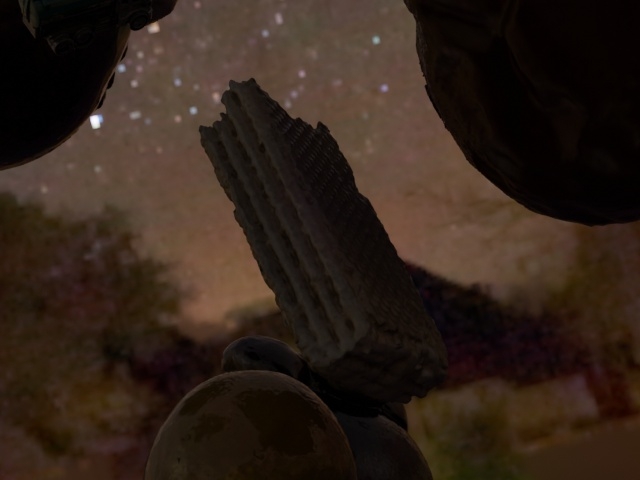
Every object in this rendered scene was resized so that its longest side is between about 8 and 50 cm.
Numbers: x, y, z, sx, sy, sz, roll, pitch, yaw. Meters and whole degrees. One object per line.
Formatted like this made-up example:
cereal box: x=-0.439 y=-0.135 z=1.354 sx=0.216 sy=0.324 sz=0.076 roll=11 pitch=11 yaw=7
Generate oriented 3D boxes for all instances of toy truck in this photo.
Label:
toy truck: x=-0.142 y=-0.146 z=0.858 sx=0.083 sy=0.039 sz=0.044 roll=-22 pitch=-29 yaw=-28

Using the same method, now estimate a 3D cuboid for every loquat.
loquat: x=-0.049 y=0.171 z=0.988 sx=0.149 sy=0.172 sz=0.204 roll=-9 pitch=32 yaw=-2

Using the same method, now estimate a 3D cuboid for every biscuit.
biscuit: x=0.000 y=0.000 z=0.937 sx=0.062 sy=0.239 sz=0.108 roll=-40 pitch=-37 yaw=19

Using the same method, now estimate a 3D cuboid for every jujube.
jujube: x=0.204 y=-0.189 z=1.127 sx=0.276 sy=0.377 sz=0.276 roll=-26 pitch=20 yaw=10

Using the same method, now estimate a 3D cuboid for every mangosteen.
mangosteen: x=-0.323 y=-0.226 z=1.291 sx=0.330 sy=0.330 sz=0.330 roll=-14 pitch=-7 yaw=-2
mangosteen: x=-0.031 y=0.251 z=1.441 sx=0.297 sy=0.313 sz=0.297 roll=-11 pitch=19 yaw=4

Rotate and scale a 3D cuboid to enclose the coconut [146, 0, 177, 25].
coconut: x=-0.219 y=-0.308 z=1.605 sx=0.110 sy=0.124 sz=0.110 roll=-16 pitch=-13 yaw=-4
